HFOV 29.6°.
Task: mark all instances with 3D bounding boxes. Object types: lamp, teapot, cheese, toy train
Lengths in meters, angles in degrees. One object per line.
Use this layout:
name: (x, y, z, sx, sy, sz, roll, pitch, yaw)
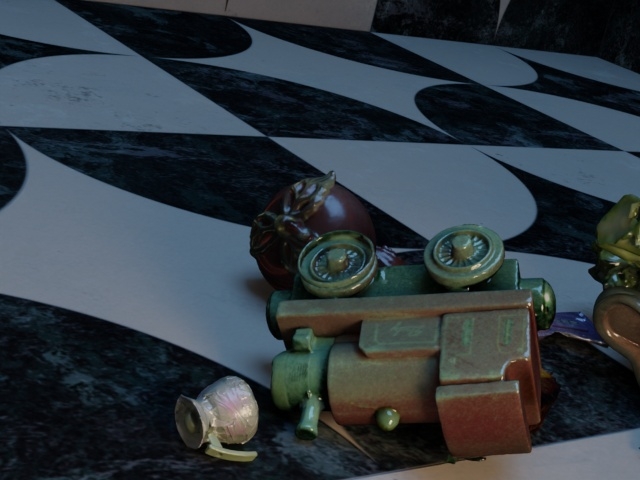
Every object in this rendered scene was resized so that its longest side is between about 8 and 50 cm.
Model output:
lamp: (-0.009, 0.007, 1.518, 0.215, 0.151, 0.223, 39, -13, 40)
teapot: (-0.094, 0.169, 1.118, 0.064, 0.064, 0.083, -11, 62, -36)
cheese: (0.274, 0.102, 1.572, 0.190, 0.042, 0.105, 11, 21, -16)
toy train: (0.083, 0.105, 1.223, 0.304, 0.150, 0.222, -4, 44, 15)

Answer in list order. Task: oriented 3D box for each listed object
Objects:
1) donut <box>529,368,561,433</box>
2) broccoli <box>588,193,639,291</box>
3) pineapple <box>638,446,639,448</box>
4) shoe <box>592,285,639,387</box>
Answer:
donut: (0.187, 0.167, 1.305, 0.140, 0.059, 0.140, 11, 20, -4)
broccoli: (0.494, -0.007, 1.529, 0.302, 0.249, 0.375, 44, -19, -22)
pineapple: (0.501, 0.200, 1.293, 0.249, 0.164, 0.140, 7, 28, -28)
shoe: (0.433, 0.150, 1.456, 0.251, 0.103, 0.100, 31, 52, 14)
